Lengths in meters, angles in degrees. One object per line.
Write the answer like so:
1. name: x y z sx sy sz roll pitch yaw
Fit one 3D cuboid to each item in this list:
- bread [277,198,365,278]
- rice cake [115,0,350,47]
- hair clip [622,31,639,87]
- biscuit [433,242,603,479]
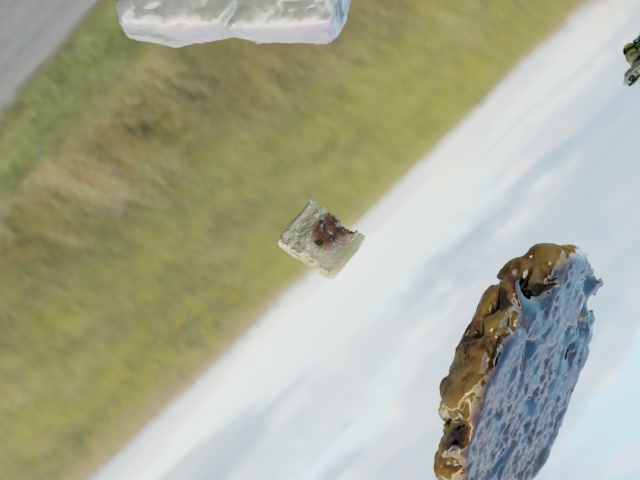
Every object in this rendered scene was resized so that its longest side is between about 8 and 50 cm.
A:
1. bread: 0.000 0.000 1.755 0.070 0.083 0.035 -47 169 -21
2. rice cake: -0.027 -0.179 0.809 0.298 0.106 0.050 -80 169 -58
3. hair clip: 0.477 -0.294 1.870 0.138 0.091 0.321 -38 -176 -38
4. biscuit: 0.223 0.157 1.805 0.289 0.081 0.334 30 83 -58
